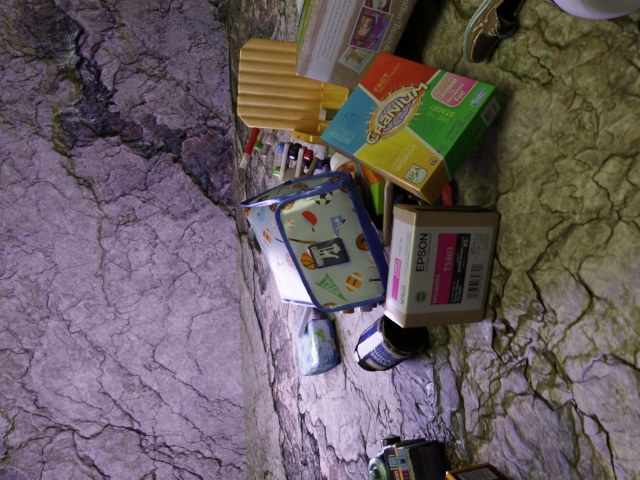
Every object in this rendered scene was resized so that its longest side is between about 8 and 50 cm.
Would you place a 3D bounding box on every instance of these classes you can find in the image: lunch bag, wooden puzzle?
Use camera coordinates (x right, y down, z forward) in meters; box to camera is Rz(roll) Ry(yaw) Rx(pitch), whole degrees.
[{"bbox_3d":[0.000,0.000,1.367,0.386,0.239,0.327,0,117,53],"label":"lunch bag"},{"bbox_3d":[-0.015,0.378,1.868,0.219,0.090,0.176,124,139,-57],"label":"lunch bag"},{"bbox_3d":[0.120,-0.134,1.253,0.220,0.044,0.238,84,171,-49],"label":"wooden puzzle"}]

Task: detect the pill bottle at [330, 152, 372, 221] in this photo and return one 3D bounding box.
[{"bbox_3d":[0.100,-0.160,1.499,0.121,0.121,0.216,111,149,-44],"label":"pill bottle"}]

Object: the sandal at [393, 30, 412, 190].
[{"bbox_3d":[0.210,-0.324,1.267,0.167,0.107,0.445,130,147,-61],"label":"sandal"}]

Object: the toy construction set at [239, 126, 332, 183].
[{"bbox_3d":[-0.124,-0.212,1.771,0.257,0.309,0.237,-146,78,-75],"label":"toy construction set"}]

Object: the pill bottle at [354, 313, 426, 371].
[{"bbox_3d":[0.168,0.263,1.347,0.219,0.123,0.122,123,140,-56],"label":"pill bottle"}]

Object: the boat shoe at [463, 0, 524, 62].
[{"bbox_3d":[0.327,-0.410,0.979,0.066,0.066,0.183,-114,31,-42],"label":"boat shoe"}]

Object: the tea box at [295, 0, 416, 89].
[{"bbox_3d":[0.086,-0.597,1.281,0.329,0.220,0.323,114,162,-45],"label":"tea box"}]

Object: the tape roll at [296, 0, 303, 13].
[{"bbox_3d":[0.043,-0.764,1.548,0.246,0.169,0.246,179,90,-70],"label":"tape roll"}]

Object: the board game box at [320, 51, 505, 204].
[{"bbox_3d":[0.177,-0.244,1.092,0.317,0.064,0.242,36,91,42],"label":"board game box"}]

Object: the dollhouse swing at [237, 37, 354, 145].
[{"bbox_3d":[-0.089,-0.503,1.719,0.315,0.305,0.346,-140,53,-63],"label":"dollhouse swing"}]

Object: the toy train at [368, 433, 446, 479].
[{"bbox_3d":[0.222,0.622,1.227,0.190,0.142,0.333,-41,53,51],"label":"toy train"}]

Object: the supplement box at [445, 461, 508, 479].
[{"bbox_3d":[0.304,0.552,1.041,0.081,0.104,0.188,-151,61,-65],"label":"supplement box"}]

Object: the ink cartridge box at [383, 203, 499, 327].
[{"bbox_3d":[0.240,0.049,1.054,0.088,0.193,0.234,-145,56,-65],"label":"ink cartridge box"}]

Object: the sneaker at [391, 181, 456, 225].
[{"bbox_3d":[0.218,-0.007,1.190,0.098,0.135,0.275,-143,53,-61],"label":"sneaker"}]

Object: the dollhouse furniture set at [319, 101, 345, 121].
[{"bbox_3d":[0.064,-0.330,1.497,0.161,0.182,0.101,-128,42,-57],"label":"dollhouse furniture set"}]

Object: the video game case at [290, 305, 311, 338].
[{"bbox_3d":[-0.060,0.244,1.934,0.193,0.023,0.212,165,123,-79],"label":"video game case"}]

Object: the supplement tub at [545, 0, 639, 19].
[{"bbox_3d":[0.331,-0.471,0.726,0.331,0.241,0.241,-115,32,-47],"label":"supplement tub"}]

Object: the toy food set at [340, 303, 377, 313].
[{"bbox_3d":[0.105,0.140,1.497,0.232,0.111,0.104,-5,-85,-80],"label":"toy food set"}]
